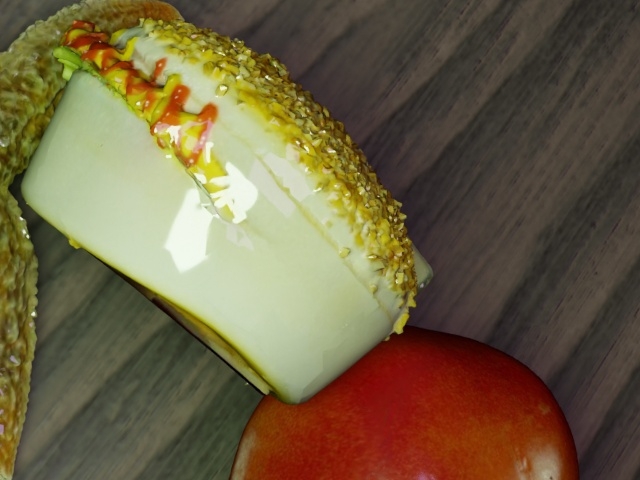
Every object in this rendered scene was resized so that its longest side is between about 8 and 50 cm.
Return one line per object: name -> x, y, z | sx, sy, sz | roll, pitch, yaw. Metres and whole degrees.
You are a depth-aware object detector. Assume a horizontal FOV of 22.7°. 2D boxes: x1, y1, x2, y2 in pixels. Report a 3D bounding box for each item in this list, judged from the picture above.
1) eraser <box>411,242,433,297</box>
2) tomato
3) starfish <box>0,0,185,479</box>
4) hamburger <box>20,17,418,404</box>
eraser -> 0.000, 0.000, 1.276 | 0.117, 0.058, 0.172 | -44, 105, -25
tomato -> 0.071, 0.209, 1.174 | 0.299, 0.226, 0.298 | -7, 101, -42
starfish -> -0.271, -0.093, 1.111 | 0.398, 0.132, 0.383 | 38, 64, -23
hamburger -> -0.060, -0.026, 1.072 | 0.179, 0.276, 0.294 | -50, 121, -5
